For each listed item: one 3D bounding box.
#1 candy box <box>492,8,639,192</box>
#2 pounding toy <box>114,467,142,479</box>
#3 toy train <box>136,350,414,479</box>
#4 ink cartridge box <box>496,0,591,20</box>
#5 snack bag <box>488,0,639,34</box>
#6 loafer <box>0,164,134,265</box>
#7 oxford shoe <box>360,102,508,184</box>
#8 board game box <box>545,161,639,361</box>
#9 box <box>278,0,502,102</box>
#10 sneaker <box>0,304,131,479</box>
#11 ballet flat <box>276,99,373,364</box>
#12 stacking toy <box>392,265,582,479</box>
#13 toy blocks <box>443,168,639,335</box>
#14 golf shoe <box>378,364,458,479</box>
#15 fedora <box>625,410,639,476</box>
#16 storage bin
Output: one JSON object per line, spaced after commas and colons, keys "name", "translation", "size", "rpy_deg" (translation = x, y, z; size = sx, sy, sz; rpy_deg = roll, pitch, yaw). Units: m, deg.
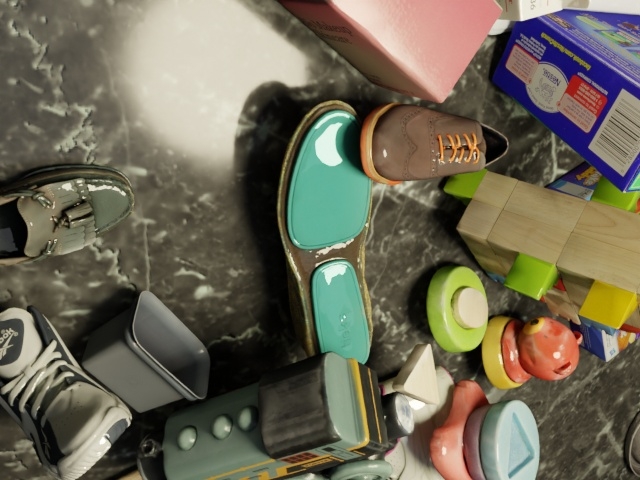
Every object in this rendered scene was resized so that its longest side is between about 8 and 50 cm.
{"name": "candy box", "translation": [0.439, -0.195, 0.853], "size": [0.316, 0.268, 0.122], "rpy_deg": [-7, 135, -27]}
{"name": "pounding toy", "translation": [-0.255, 0.424, 0.829], "size": [0.182, 0.110, 0.237], "rpy_deg": [-12, 115, -24]}
{"name": "toy train", "translation": [-0.060, 0.236, 0.771], "size": [0.333, 0.142, 0.190], "rpy_deg": [-22, 143, 24]}
{"name": "ink cartridge box", "translation": [0.210, -0.317, 0.730], "size": [0.067, 0.198, 0.116], "rpy_deg": [-22, 118, -20]}
{"name": "snack bag", "translation": [0.379, -0.409, 0.798], "size": [0.322, 0.037, 0.343], "rpy_deg": [-12, 142, -23]}
{"name": "loafer", "translation": [-0.312, -0.008, 0.638], "size": [0.267, 0.084, 0.096], "rpy_deg": [-16, 116, -22]}
{"name": "oxford shoe", "translation": [0.142, -0.120, 0.772], "size": [0.271, 0.098, 0.097], "rpy_deg": [-17, 107, -52]}
{"name": "board game box", "translation": [0.525, 0.007, 1.105], "size": [0.233, 0.078, 0.347], "rpy_deg": [-32, 122, -14]}
{"name": "box", "translation": [0.054, -0.272, 0.693], "size": [0.232, 0.148, 0.127], "rpy_deg": [31, 94, -33]}
{"name": "sneaker", "translation": [-0.283, 0.139, 0.637], "size": [0.094, 0.235, 0.153], "rpy_deg": [-44, 112, -16]}
{"name": "ballet flat", "translation": [0.000, 0.000, 0.796], "size": [0.123, 0.123, 0.349], "rpy_deg": [-14, 113, -23]}
{"name": "stacking toy", "translation": [0.259, 0.190, 0.929], "size": [0.280, 0.130, 0.309], "rpy_deg": [51, 50, -28]}
{"name": "toy blocks", "translation": [0.370, 0.043, 0.899], "size": [0.191, 0.381, 0.261], "rpy_deg": [-60, 143, -9]}
{"name": "golf shoe", "translation": [0.132, 0.344, 1.020], "size": [0.140, 0.115, 0.307], "rpy_deg": [0, 102, -20]}
{"name": "fedora", "translation": [0.800, 0.443, 1.404], "size": [0.275, 0.124, 0.244], "rpy_deg": [23, 98, -33]}
{"name": "storage bin", "translation": [-0.207, 0.135, 0.758], "size": [0.091, 0.098, 0.135], "rpy_deg": [-25, 125, 15]}
